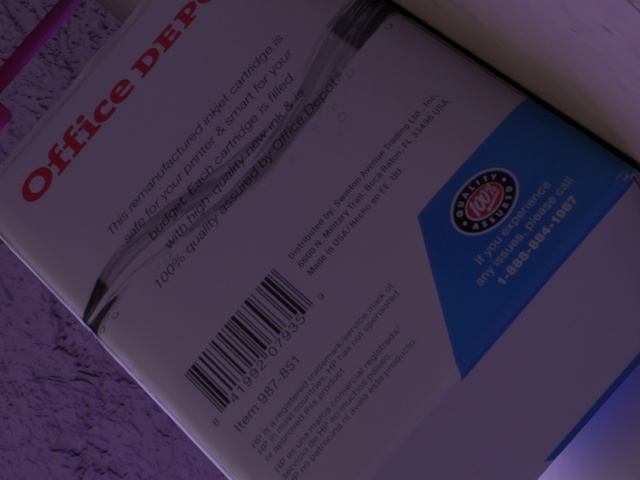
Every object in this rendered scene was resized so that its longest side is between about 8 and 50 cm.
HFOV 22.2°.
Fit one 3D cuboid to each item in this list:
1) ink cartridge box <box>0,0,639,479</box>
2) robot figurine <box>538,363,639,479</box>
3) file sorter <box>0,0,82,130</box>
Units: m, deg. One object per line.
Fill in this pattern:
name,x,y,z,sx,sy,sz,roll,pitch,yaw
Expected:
ink cartridge box,0.000,0.000,0.837,0.307,0.223,0.129,40,179,38
robot figurine,0.212,0.148,0.908,0.209,0.173,0.278,10,159,36
file sorter,-0.213,-0.219,0.664,0.291,0.182,0.202,42,180,23
